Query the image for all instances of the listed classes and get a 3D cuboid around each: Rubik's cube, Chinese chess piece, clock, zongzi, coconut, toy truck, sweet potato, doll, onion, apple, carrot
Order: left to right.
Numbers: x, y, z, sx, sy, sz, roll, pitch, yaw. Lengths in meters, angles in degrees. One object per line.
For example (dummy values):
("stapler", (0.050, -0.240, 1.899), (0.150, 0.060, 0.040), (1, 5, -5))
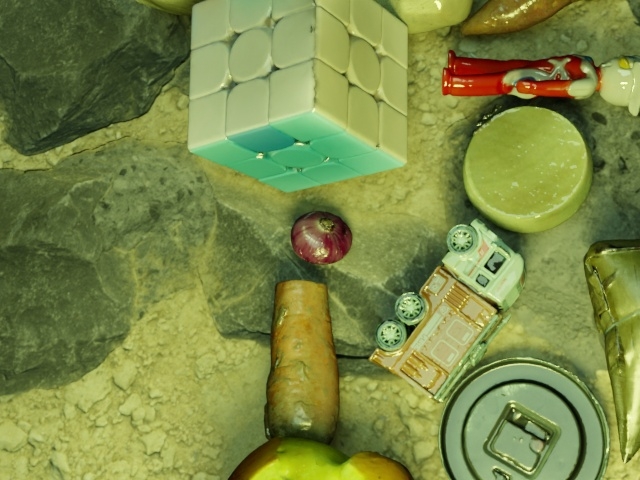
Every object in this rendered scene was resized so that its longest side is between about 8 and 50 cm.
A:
("Rubik's cube", (-0.037, -0.279, 1.790), (0.290, 0.292, 0.291), (-10, 70, 35))
("carrot", (-0.028, 0.222, 1.769), (0.139, 0.138, 0.301), (-2, 68, 15))
("onion", (0.000, 0.000, 1.850), (0.115, 0.115, 0.104), (41, 132, 22))
("apple", (0.025, 0.476, 1.558), (0.374, 0.374, 0.384), (-22, 80, 8))
("coconut", (0.201, -0.496, 1.878), (0.224, 0.224, 0.224), (-4, 73, 14))
("toy truck", (0.231, 0.125, 1.722), (0.162, 0.136, 0.305), (36, 87, 20))
("clock", (0.338, 0.335, 1.673), (0.281, 0.055, 0.280), (-4, 73, 14))
("Chinese chess piece", (0.366, -0.129, 1.783), (0.238, 0.092, 0.237), (-4, 74, 15))
("sweet potato", (0.409, -0.472, 1.858), (0.337, 0.131, 0.131), (-22, 70, 7))
("doll", (0.411, -0.289, 1.787), (0.384, 0.188, 0.099), (5, 116, 7))
("zongzi", (0.601, 0.162, 1.594), (0.323, 0.160, 0.360), (-7, 72, 14))

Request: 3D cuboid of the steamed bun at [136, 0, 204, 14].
("steamed bun", (-0.264, -0.556, 1.997), (0.273, 0.290, 0.272), (46, 103, 15))
